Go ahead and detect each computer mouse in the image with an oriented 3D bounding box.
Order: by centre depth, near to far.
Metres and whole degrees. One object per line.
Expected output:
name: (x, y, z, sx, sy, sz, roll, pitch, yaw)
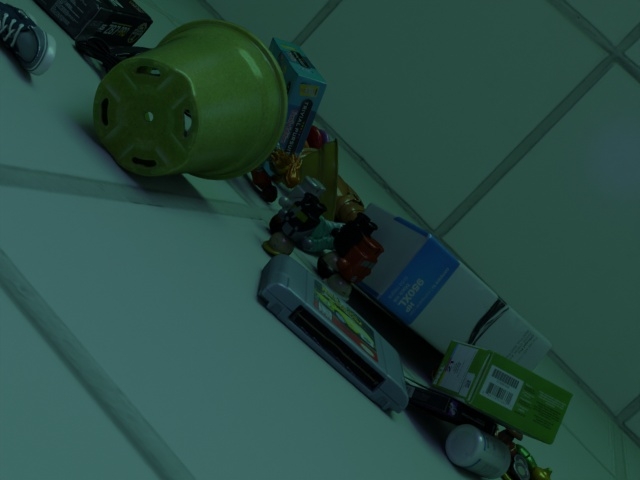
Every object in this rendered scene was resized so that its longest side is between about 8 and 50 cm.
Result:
computer mouse: (-0.337, -0.343, 1.878, 0.188, 0.072, 0.272, 38, 14, 24)

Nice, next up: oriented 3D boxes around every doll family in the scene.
doll family: (-0.111, -0.190, 1.969, 0.163, 0.118, 0.263, 55, -5, 33)

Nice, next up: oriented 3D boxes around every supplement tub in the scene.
supplement tub: (0.262, 0.351, 1.566, 0.107, 0.071, 0.071, 35, 14, -44)

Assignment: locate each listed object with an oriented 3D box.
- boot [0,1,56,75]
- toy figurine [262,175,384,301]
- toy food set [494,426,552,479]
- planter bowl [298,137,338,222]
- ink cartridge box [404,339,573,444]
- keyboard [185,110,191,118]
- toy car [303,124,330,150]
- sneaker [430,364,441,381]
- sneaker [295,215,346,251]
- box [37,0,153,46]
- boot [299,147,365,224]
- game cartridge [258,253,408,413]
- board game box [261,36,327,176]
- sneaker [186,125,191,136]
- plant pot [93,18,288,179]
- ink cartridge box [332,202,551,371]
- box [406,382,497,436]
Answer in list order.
boot: (-0.475, -0.318, 1.454, 0.086, 0.069, 0.190, 24, 13, -42)
toy figurine: (0.000, 0.000, 1.778, 0.209, 0.148, 0.213, 35, 15, -15)
toy food set: (0.357, 0.391, 1.762, 0.218, 0.071, 0.128, 49, 12, 25)
planter bowl: (-0.012, -0.137, 2.243, 0.090, 0.217, 0.217, 4, 18, -5)
ink cartridge box: (0.275, 0.250, 1.640, 0.188, 0.097, 0.255, 29, -8, -23)
keyboard: (-0.320, -0.284, 1.946, 0.192, 0.038, 0.100, 33, 13, -2)
toy car: (-0.037, -0.251, 2.573, 0.159, 0.136, 0.182, 49, 12, 27)
sneaker: (0.256, 0.274, 1.849, 0.064, 0.067, 0.175, 42, 9, -1)
sneaker: (-0.028, -0.020, 1.976, 0.098, 0.083, 0.223, 16, -2, 33)
box: (-0.567, -0.578, 1.991, 0.395, 0.097, 0.318, 45, 14, 1)
boot: (0.031, -0.108, 2.436, 0.220, 0.109, 0.283, 57, 9, 35)
game cartridge: (0.024, 0.144, 1.539, 0.294, 0.060, 0.196, 42, 7, -11)
board game box: (-0.096, -0.330, 2.328, 0.079, 0.254, 0.336, 14, 22, -20)
sneaker: (-0.204, -0.177, 1.895, 0.084, 0.058, 0.152, 21, 18, -44)
plant pot: (-0.224, -0.212, 1.514, 0.276, 0.276, 0.254, 45, 23, 4)
ink cartridge box: (0.241, 0.126, 1.938, 0.395, 0.166, 0.285, 40, -2, -25)
box: (0.213, 0.288, 1.606, 0.116, 0.029, 0.162, 12, -17, 45)
